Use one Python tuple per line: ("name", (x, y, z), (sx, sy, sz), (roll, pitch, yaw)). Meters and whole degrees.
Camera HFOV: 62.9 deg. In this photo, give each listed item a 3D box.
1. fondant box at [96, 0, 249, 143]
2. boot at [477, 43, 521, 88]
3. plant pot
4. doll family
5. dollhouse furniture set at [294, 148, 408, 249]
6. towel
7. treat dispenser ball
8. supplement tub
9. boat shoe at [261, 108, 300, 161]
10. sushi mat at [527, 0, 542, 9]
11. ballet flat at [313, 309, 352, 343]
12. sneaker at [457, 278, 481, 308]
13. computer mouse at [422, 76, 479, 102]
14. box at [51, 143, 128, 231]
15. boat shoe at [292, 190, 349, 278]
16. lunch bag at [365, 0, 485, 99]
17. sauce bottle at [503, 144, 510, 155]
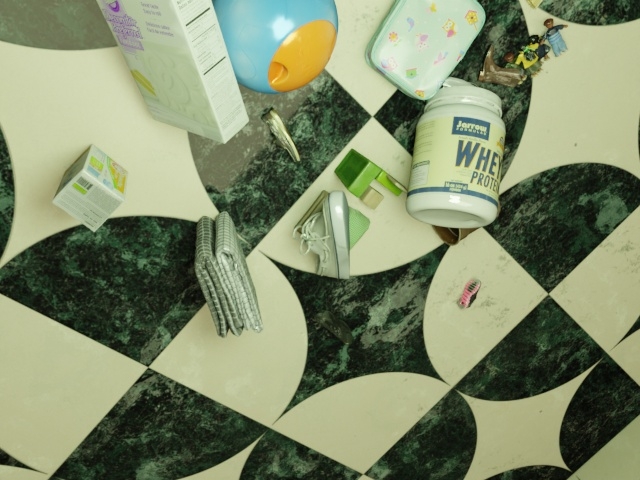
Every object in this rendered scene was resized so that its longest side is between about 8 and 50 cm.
("fondant box", (-0.305, -0.384, 1.094), (0.096, 0.238, 0.330), (-51, 148, -29))
("boot", (0.504, -0.480, 1.446), (0.114, 0.037, 0.106), (12, 127, 3))
("plant pot", (0.435, -0.092, 1.574), (0.165, 0.167, 0.167), (-24, 120, -14))
("doll family", (0.599, -0.530, 1.455), (0.193, 0.076, 0.111), (-42, 115, 0))
("dollhouse furniture set", (0.091, -0.073, 1.472), (0.197, 0.151, 0.301), (32, 103, -28))
("towel", (-0.254, 0.095, 1.403), (0.121, 0.235, 0.283), (-17, 118, -5))
("treat dispenser ball", (-0.105, -0.469, 1.141), (0.288, 0.288, 0.288), (-7, 117, -14))
("supplement tub", (0.359, -0.213, 1.381), (0.235, 0.235, 0.325), (13, 80, -22))
("boat shoe", (-0.103, -0.270, 1.377), (0.049, 0.056, 0.152), (-28, 110, 3))
("sushi mat", (0.621, -0.784, 1.365), (0.151, 0.019, 0.316), (32, 102, -26))
("ballet flat", (0.047, 0.280, 1.700), (0.049, 0.057, 0.173), (-17, 128, 39))
("sneaker", (0.520, 0.184, 1.797), (0.057, 0.047, 0.119), (10, 116, -37))
("computer mouse", (0.372, -0.418, 1.453), (0.193, 0.042, 0.106), (8, 112, -20))
("box", (-0.531, -0.128, 1.224), (0.103, 0.203, 0.114), (-43, 121, 7))
("boat shoe", (0.000, -0.007, 1.410), (0.156, 0.136, 0.367), (0, 152, 4))
("lunch bag", (0.258, -0.520, 1.321), (0.224, 0.108, 0.279), (32, 100, -12))
("sauce bottle", (0.512, -0.242, 1.583), (0.128, 0.042, 0.042), (-36, 120, 3))
